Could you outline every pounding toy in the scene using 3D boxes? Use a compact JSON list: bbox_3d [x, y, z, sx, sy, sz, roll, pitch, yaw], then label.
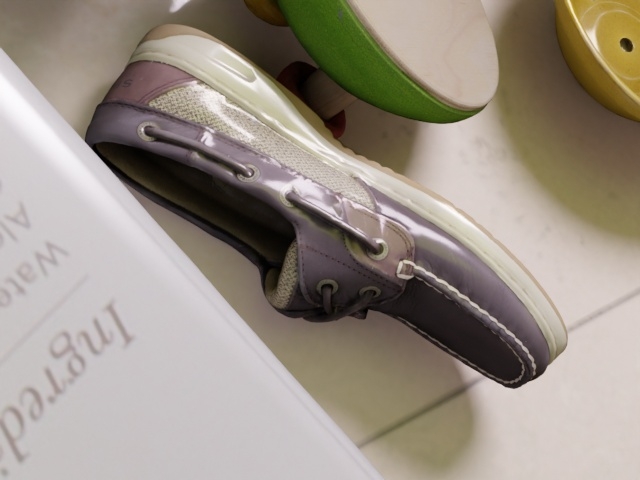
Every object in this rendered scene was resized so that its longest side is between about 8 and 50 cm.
[{"bbox_3d":[-0.011,-0.140,0.797,0.237,0.110,0.183,33,38,-39],"label":"pounding toy"}]

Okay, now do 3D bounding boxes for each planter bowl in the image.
[{"bbox_3d":[0.221,-0.144,0.931,0.217,0.090,0.217,9,68,-22],"label":"planter bowl"}]

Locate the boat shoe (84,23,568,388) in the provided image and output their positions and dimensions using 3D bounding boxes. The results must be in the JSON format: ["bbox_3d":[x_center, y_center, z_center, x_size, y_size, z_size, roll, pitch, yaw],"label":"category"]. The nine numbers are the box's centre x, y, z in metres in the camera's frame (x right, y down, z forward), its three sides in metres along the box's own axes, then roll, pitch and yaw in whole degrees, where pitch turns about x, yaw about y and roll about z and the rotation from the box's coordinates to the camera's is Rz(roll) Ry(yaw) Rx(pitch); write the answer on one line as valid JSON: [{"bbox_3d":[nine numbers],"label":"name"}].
[{"bbox_3d":[0.000,0.000,0.770,0.285,0.103,0.092,37,65,-4],"label":"boat shoe"}]

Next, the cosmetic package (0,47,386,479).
[{"bbox_3d":[-0.219,0.123,0.455,0.393,0.329,0.327,49,59,-11],"label":"cosmetic package"}]
